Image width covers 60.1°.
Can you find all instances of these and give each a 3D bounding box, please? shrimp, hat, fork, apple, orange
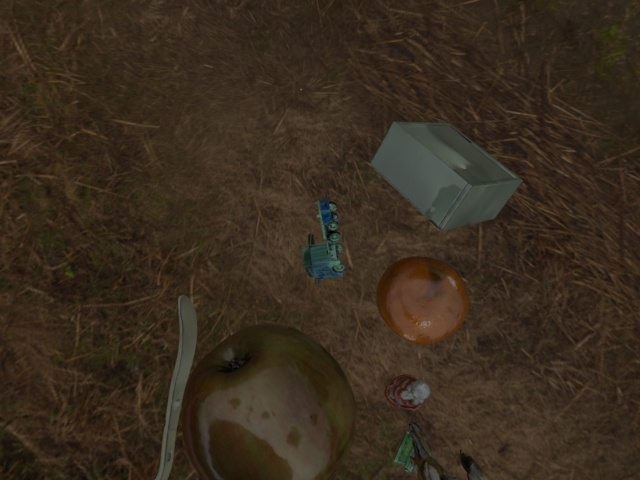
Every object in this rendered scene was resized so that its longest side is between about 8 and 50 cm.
[{"bbox_3d":[0.226,0.406,0.881,0.145,0.059,0.254,-16,96,36],"label":"shrimp"},{"bbox_3d":[0.244,0.409,1.485,0.112,0.162,0.093,19,76,-5],"label":"hat"},{"bbox_3d":[-0.126,0.154,0.453,0.029,0.034,0.219,0,83,37],"label":"fork"},{"bbox_3d":[-0.080,0.248,0.810,0.257,0.257,0.233,-28,112,6],"label":"apple"},{"bbox_3d":[0.266,0.155,1.456,0.240,0.171,0.240,-1,77,7],"label":"orange"}]

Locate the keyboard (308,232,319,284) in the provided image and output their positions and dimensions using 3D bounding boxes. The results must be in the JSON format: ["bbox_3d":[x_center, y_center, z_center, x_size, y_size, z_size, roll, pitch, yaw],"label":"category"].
[{"bbox_3d":[-0.014,0.046,1.353,0.015,0.049,0.129,-8,128,2],"label":"keyboard"}]

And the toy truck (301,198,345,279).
[{"bbox_3d":[0.000,0.000,1.040,0.081,0.067,0.175,-9,137,1],"label":"toy truck"}]

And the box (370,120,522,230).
[{"bbox_3d":[0.267,-0.143,1.187,0.225,0.225,0.117,47,127,27],"label":"box"}]

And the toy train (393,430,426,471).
[{"bbox_3d":[0.216,0.504,1.329,0.056,0.038,0.093,22,78,22],"label":"toy train"}]
